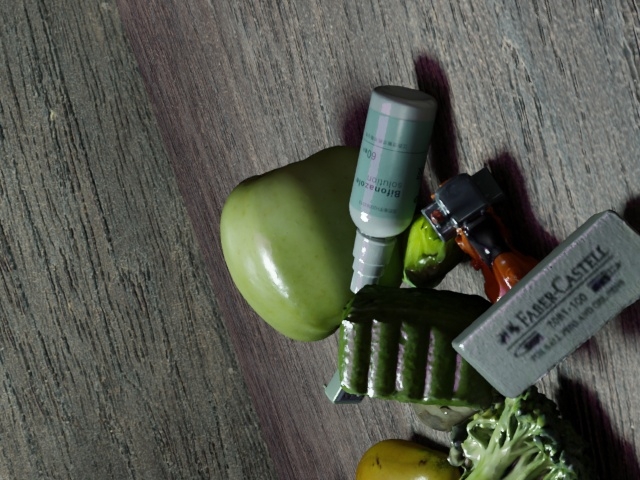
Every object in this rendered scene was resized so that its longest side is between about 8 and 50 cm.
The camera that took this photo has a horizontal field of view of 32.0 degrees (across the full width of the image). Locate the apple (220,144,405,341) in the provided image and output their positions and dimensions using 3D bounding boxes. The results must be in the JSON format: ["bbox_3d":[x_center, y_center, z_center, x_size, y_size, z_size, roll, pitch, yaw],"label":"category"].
[{"bbox_3d":[0.000,0.000,2.062,0.357,0.357,0.357,54,158,34],"label":"apple"}]

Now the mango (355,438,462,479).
[{"bbox_3d":[0.201,0.537,2.439,0.317,0.173,0.211,-19,89,60],"label":"mango"}]

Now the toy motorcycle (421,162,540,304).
[{"bbox_3d":[0.274,0.036,1.666,0.325,0.148,0.221,56,-177,12],"label":"toy motorcycle"}]

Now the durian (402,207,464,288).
[{"bbox_3d":[0.194,0.014,1.873,0.250,0.101,0.139,120,157,-71],"label":"durian"}]

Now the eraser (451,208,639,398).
[{"bbox_3d":[0.310,0.092,1.482,0.111,0.077,0.352,43,125,2],"label":"eraser"}]

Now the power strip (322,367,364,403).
[{"bbox_3d":[0.111,0.254,2.377,0.061,0.145,0.215,51,120,41],"label":"power strip"}]

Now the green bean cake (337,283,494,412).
[{"bbox_3d":[0.157,0.160,1.756,0.250,0.247,0.156,-27,-57,-79],"label":"green bean cake"}]

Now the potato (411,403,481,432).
[{"bbox_3d":[0.237,0.245,1.998,0.165,0.165,0.262,61,157,18],"label":"potato"}]

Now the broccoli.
[{"bbox_3d":[0.339,0.398,1.807,0.334,0.272,0.324,94,-172,-67],"label":"broccoli"}]

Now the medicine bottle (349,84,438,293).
[{"bbox_3d":[0.106,-0.075,1.844,0.110,0.110,0.351,41,126,54],"label":"medicine bottle"}]
